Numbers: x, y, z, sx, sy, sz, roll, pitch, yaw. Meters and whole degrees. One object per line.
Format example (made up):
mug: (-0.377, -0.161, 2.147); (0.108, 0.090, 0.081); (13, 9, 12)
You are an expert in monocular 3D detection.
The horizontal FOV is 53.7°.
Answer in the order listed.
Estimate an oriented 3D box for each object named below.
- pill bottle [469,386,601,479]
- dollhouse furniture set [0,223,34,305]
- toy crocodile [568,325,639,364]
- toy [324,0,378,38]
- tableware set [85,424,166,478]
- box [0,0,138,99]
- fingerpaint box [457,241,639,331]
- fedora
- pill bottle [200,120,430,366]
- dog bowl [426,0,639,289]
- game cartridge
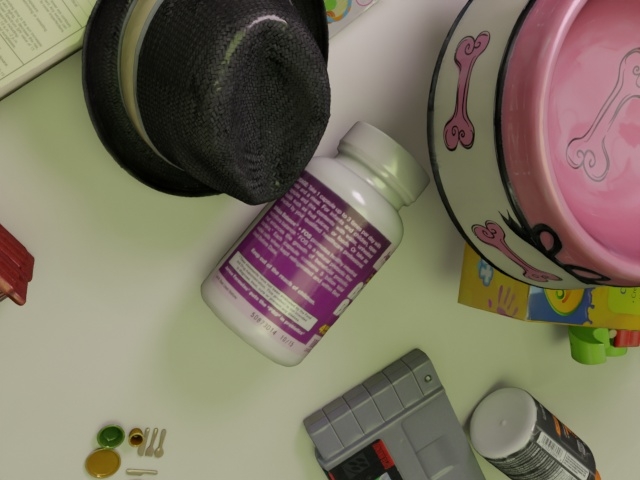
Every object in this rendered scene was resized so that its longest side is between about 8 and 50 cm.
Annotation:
pill bottle: (0.374, 0.363, 1.070); (0.246, 0.130, 0.130); (41, 89, -24)
dollhouse furniture set: (-0.510, -0.022, 0.645); (0.201, 0.152, 0.374); (-42, 114, -4)
toy crocodile: (0.567, 0.138, 1.087); (0.341, 0.105, 0.115); (-6, 107, -18)
toy: (-0.016, -0.319, 0.781); (0.237, 0.056, 0.137); (-40, 132, 1)
tableware set: (-0.281, 0.332, 0.894); (0.104, 0.024, 0.154); (13, 100, -21)
box: (-0.313, -0.254, 0.666); (0.311, 0.121, 0.148); (-34, 113, -7)
fingerpaint box: (0.415, -0.102, 0.898); (0.371, 0.163, 0.444); (6, 90, -21)
fedora: (-0.088, -0.156, 0.689); (0.334, 0.152, 0.334); (-22, 138, -22)
pill bottle: (0.000, 0.000, 0.819); (0.169, 0.169, 0.301); (40, 90, -24)
dog bowl: (0.330, -0.131, 0.681); (0.408, 0.150, 0.407); (-2, 98, -17)
game cartridge: (0.140, 0.377, 1.035); (0.230, 0.068, 0.355); (-32, 113, -13)
